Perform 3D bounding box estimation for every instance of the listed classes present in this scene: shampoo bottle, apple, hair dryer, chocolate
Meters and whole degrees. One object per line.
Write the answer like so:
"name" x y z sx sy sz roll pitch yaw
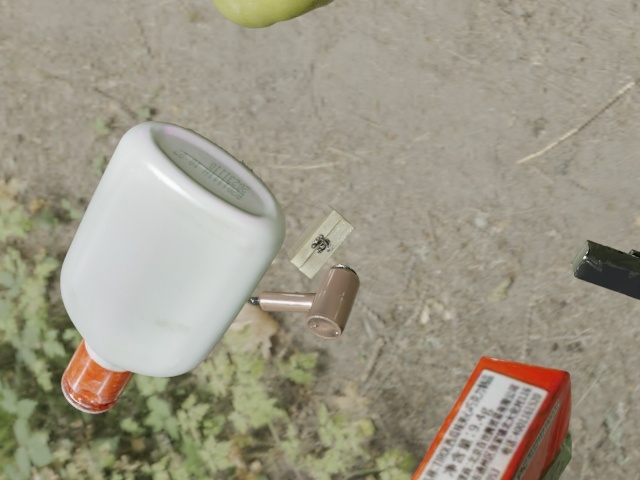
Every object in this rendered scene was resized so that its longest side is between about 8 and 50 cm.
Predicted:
"shampoo bottle" -0.105 0.031 0.667 0.108 0.051 0.221 35 130 0
"apple" -0.079 -0.491 1.899 0.262 0.262 0.263 5 100 32
"hair dryer" -0.032 0.095 1.795 0.181 0.117 0.064 2 139 24
"chocolate" 0.276 0.402 1.822 0.161 0.360 0.341 22 152 25

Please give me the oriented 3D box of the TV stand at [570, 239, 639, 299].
"TV stand" 0.362 0.053 1.113 0.249 0.042 0.036 19 124 -17

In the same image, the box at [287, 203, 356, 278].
"box" 0.000 0.000 1.294 0.035 0.083 0.079 39 93 -9
